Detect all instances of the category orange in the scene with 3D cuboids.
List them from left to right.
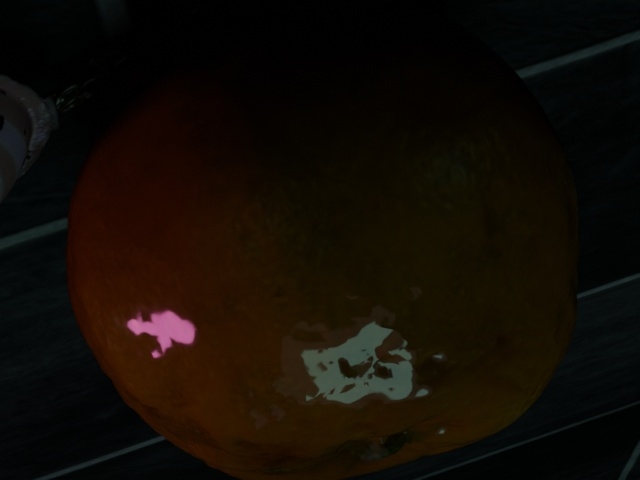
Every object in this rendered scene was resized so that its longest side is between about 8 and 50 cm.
[{"bbox_3d":[0.000,0.000,0.865,0.261,0.261,0.261,-18,159,-7],"label":"orange"}]

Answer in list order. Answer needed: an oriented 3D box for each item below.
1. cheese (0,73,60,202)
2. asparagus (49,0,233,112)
[{"bbox_3d":[-0.219,-0.020,0.834,0.189,0.074,0.286,-13,159,-14],"label":"cheese"},{"bbox_3d":[-0.043,-0.120,0.821,0.233,0.022,0.023,-30,-167,19],"label":"asparagus"}]
